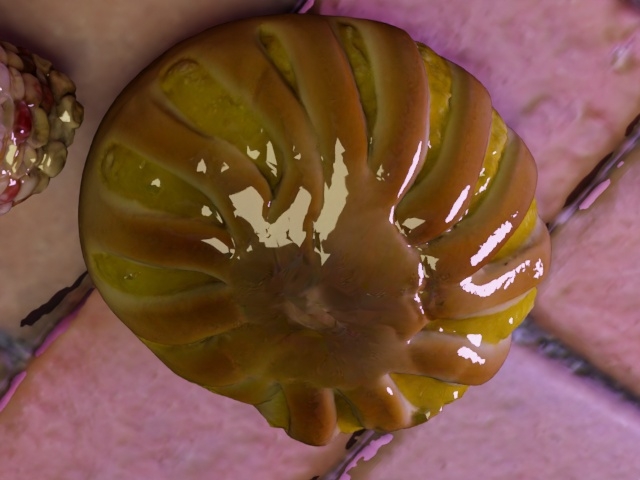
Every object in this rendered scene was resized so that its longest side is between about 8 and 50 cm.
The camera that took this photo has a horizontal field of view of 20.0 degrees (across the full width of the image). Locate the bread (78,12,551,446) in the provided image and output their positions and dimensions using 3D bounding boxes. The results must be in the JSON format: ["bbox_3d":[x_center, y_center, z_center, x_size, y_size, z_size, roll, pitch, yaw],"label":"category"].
[{"bbox_3d":[0.000,0.000,0.799,0.213,0.105,0.213,-1,117,-2],"label":"bread"}]

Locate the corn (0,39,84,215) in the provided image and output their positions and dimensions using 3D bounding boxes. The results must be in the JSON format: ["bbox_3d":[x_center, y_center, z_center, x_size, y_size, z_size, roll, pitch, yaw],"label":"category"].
[{"bbox_3d":[-0.216,-0.051,0.699,0.290,0.098,0.098,3,129,-48],"label":"corn"}]
